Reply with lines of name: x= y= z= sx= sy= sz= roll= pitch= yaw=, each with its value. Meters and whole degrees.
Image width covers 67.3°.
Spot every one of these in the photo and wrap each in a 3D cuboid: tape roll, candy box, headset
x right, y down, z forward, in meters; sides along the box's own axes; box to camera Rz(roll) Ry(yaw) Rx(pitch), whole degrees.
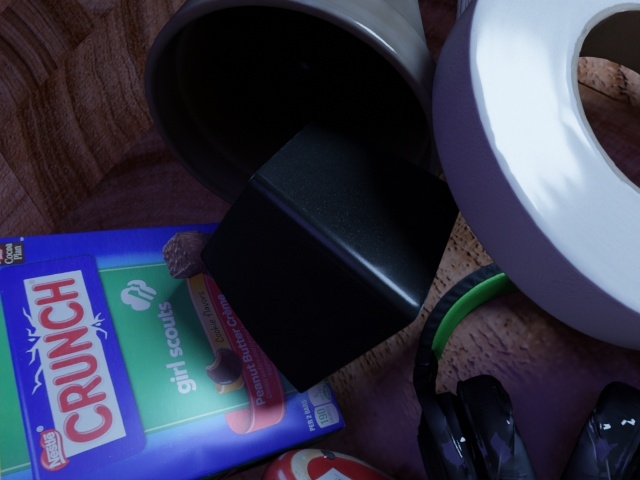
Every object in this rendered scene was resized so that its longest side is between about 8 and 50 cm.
tape roll: x=0.289 y=-0.098 z=0.423 sx=0.392 sy=0.072 sz=0.392 roll=4 pitch=73 yaw=-13
candy box: x=-0.173 y=0.121 z=0.499 sx=0.122 sy=0.317 sz=0.268 roll=-56 pitch=49 yaw=47
headset: x=0.194 y=0.179 z=0.400 sx=0.243 sy=0.185 sz=0.394 roll=-2 pitch=59 yaw=21

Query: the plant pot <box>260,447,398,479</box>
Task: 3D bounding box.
plant pot: x=0.008 y=0.293 z=0.415 sx=0.191 sy=0.191 sz=0.174 roll=20 pitch=86 yaw=26

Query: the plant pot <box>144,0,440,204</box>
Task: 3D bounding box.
plant pot: x=0.001 y=-0.211 z=0.584 sx=0.323 sy=0.323 sz=0.280 roll=3 pitch=54 yaw=22

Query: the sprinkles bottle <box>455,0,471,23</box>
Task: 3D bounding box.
sprinkles bottle: x=0.235 y=-0.322 z=0.611 sx=0.121 sy=0.121 sz=0.356 roll=3 pitch=72 yaw=22

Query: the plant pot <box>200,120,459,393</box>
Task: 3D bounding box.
plant pot: x=0.000 y=0.000 z=0.469 sx=0.167 sy=0.188 sz=0.187 roll=40 pitch=44 yaw=-5
